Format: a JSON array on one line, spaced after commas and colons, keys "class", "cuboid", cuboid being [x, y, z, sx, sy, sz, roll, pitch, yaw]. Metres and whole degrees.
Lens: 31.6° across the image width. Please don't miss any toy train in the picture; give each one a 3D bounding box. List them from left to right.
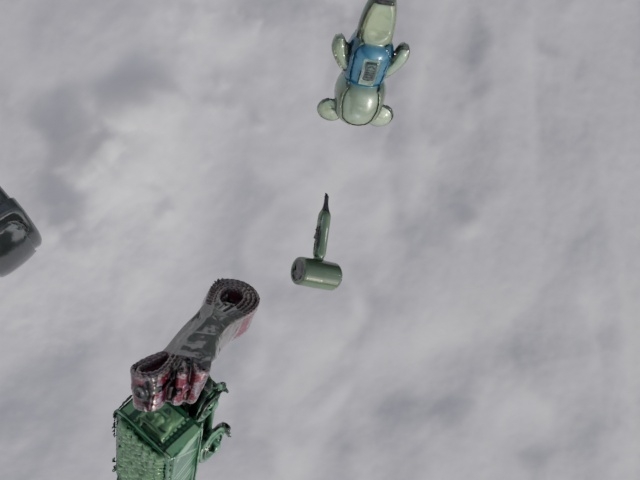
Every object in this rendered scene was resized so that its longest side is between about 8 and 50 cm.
[{"class": "toy train", "cuboid": [-0.203, 0.259, 1.539, 0.115, 0.269, 0.154, 39, 60, 15]}]

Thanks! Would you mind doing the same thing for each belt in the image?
[{"class": "belt", "cuboid": [-0.129, 0.112, 1.235, 0.071, 0.053, 0.232, 24, 31, 10]}]

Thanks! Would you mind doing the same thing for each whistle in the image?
[{"class": "whistle", "cuboid": [0.065, -0.250, 1.584, 0.114, 0.235, 0.077, 8, 48, -5]}]

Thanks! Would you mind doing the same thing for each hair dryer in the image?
[{"class": "hair dryer", "cuboid": [0.000, 0.000, 1.754, 0.071, 0.047, 0.150, 11, 82, -34]}]

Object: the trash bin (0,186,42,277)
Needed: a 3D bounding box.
[{"class": "trash bin", "cuboid": [-0.503, -0.056, 1.615, 0.101, 0.177, 0.236, -39, 85, -13]}]
